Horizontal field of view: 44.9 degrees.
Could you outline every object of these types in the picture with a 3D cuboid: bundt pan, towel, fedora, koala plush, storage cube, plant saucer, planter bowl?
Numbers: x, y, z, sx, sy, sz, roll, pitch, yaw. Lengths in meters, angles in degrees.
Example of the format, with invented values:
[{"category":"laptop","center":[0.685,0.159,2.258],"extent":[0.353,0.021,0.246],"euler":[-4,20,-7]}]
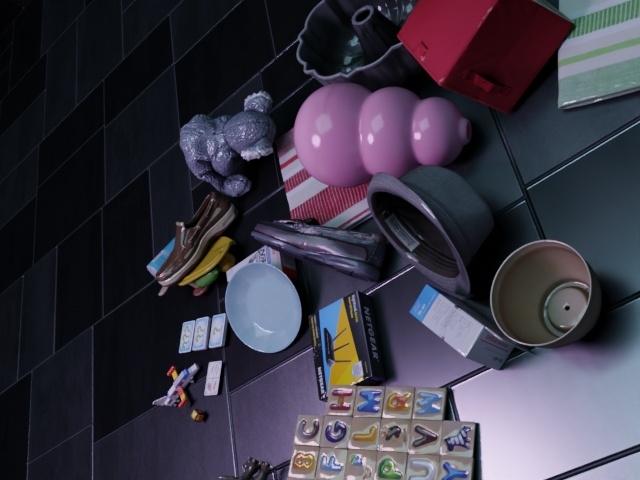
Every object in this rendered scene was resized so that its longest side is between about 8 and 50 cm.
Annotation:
[{"category":"bundt pan","center":[0.117,-0.430,1.616],"extent":[0.330,0.124,0.331],"euler":[-20,49,26]},{"category":"towel","center":[0.020,-0.151,1.681],"extent":[0.237,0.037,0.329],"euler":[-32,53,28]},{"category":"fedora","center":[0.204,-0.039,1.340],"extent":[0.124,0.244,0.275],"euler":[-38,31,-13]},{"category":"towel","center":[0.511,-0.396,1.282],"extent":[0.248,0.038,0.325],"euler":[-8,73,44]},{"category":"koala plush","center":[-0.192,-0.234,1.805],"extent":[0.221,0.203,0.196],"euler":[-16,61,40]},{"category":"storage cube","center":[0.286,-0.375,1.375],"extent":[0.193,0.183,0.215],"euler":[-56,39,28]},{"category":"plant saucer","center":[-0.114,0.139,1.638],"extent":[0.195,0.037,0.195],"euler":[6,102,30]},{"category":"planter bowl","center":[0.355,0.092,1.172],"extent":[0.162,0.109,0.162],"euler":[-21,57,37]}]

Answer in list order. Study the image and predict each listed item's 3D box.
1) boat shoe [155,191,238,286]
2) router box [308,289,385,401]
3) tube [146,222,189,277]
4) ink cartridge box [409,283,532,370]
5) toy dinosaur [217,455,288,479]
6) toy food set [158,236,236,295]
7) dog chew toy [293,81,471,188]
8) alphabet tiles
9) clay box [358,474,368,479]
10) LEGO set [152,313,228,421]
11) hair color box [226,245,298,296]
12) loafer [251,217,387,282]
[{"category":"boat shoe","center":[-0.314,-0.010,1.844],"extent":[0.257,0.095,0.095],"euler":[-51,25,-17]},{"category":"router box","center":[0.047,0.203,1.477],"extent":[0.133,0.046,0.179],"euler":[-32,52,31]},{"category":"tube","center":[-0.345,0.007,1.927],"extent":[0.080,0.052,0.207],"euler":[16,58,44]},{"category":"ink cartridge box","center":[0.243,0.150,1.261],"extent":[0.180,0.104,0.060],"euler":[39,100,48]},{"category":"toy dinosaur","center":[-0.133,0.501,1.466],"extent":[0.313,0.121,0.160],"euler":[6,62,42]},{"category":"toy food set","center":[-0.274,0.074,1.853],"extent":[0.218,0.071,0.128],"euler":[-28,28,31]},{"category":"dog chew toy","center":[0.120,-0.204,1.479],"extent":[0.331,0.206,0.207],"euler":[1,71,25]},{"category":"alphabet tiles","center":[0.093,0.384,1.306],"extent":[0.342,0.011,0.285],"euler":[-5,61,31]},{"category":"clay box","center":[0.040,0.490,1.343],"extent":[0.127,0.053,0.222],"euler":[-13,64,40]},{"category":"LEGO set","center":[-0.297,0.292,1.776],"extent":[0.182,0.060,0.244],"euler":[-15,62,45]},{"category":"hair color box","center":[-0.131,0.076,1.711],"extent":[0.167,0.053,0.093],"euler":[-34,51,31]},{"category":"loafer","center":[0.000,0.000,1.558],"extent":[0.302,0.109,0.095],"euler":[18,81,31]}]
